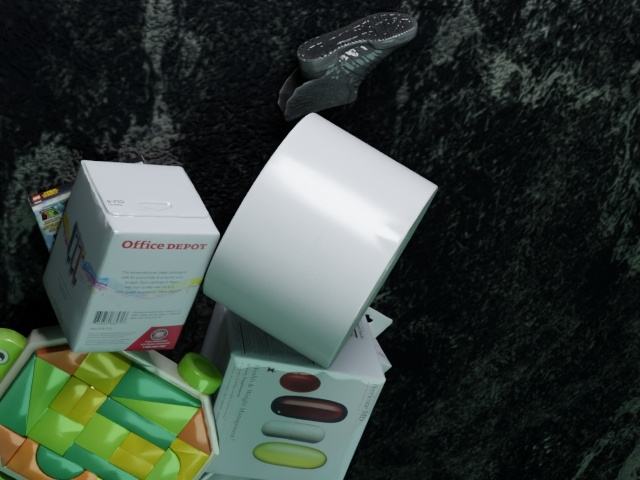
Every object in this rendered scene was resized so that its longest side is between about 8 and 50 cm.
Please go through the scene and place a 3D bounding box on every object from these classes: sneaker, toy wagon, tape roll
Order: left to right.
[{"bbox_3d":[-0.294,0.203,1.529,0.344,0.068,0.267,33,105,-18],"label":"toy wagon"},{"bbox_3d":[0.000,0.000,1.456,0.246,0.169,0.246,-58,176,-7],"label":"tape roll"},{"bbox_3d":[0.031,-0.196,1.462,0.170,0.051,0.089,-19,138,-8],"label":"sneaker"}]

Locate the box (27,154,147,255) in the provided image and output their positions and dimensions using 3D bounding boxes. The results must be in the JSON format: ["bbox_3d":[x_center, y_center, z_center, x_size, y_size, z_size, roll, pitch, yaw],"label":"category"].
[{"bbox_3d":[-0.253,-0.034,1.464,0.137,0.027,0.094,-21,137,-12],"label":"box"}]

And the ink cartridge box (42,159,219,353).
[{"bbox_3d":[-0.212,0.018,1.419,0.128,0.127,0.176,2,129,-33],"label":"ink cartridge box"}]

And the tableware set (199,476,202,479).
[{"bbox_3d":[-0.268,0.321,1.757,0.194,0.128,0.039,-34,169,3],"label":"tableware set"}]

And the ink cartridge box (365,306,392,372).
[{"bbox_3d":[0.023,0.176,1.815,0.181,0.061,0.104,-44,137,15],"label":"ink cartridge box"}]

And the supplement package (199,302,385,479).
[{"bbox_3d":[-0.052,0.195,1.670,0.203,0.149,0.194,10,120,-17],"label":"supplement package"}]

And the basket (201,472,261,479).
[{"bbox_3d":[-0.160,0.325,1.822,0.167,0.103,0.113,-41,139,9],"label":"basket"}]
